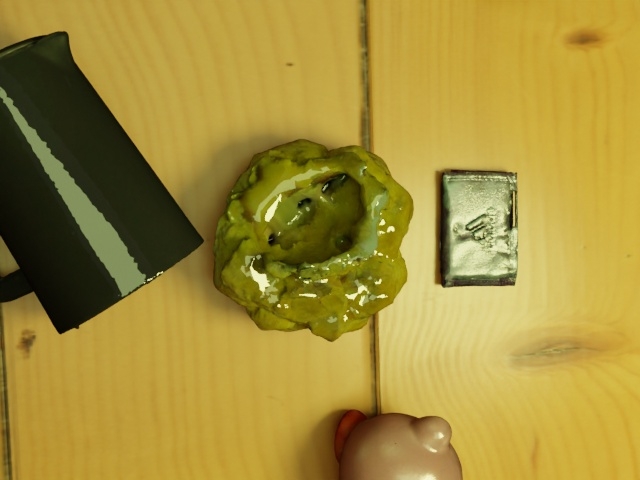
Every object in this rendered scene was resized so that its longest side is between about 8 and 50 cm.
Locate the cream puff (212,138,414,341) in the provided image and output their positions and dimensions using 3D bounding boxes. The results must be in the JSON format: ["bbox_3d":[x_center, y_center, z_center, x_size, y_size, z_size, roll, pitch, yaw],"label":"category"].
[{"bbox_3d":[-0.002,0.000,1.146,0.281,0.185,0.282,-2,97,-14],"label":"cream puff"}]

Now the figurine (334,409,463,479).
[{"bbox_3d":[0.106,0.312,1.195,0.173,0.173,0.173,-1,94,-12],"label":"figurine"}]

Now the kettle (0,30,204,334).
[{"bbox_3d":[-0.324,-0.060,1.095,0.203,0.262,0.308,-39,99,-43],"label":"kettle"}]

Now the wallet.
[{"bbox_3d":[0.222,-0.016,1.270,0.111,0.030,0.166,0,92,-7],"label":"wallet"}]
